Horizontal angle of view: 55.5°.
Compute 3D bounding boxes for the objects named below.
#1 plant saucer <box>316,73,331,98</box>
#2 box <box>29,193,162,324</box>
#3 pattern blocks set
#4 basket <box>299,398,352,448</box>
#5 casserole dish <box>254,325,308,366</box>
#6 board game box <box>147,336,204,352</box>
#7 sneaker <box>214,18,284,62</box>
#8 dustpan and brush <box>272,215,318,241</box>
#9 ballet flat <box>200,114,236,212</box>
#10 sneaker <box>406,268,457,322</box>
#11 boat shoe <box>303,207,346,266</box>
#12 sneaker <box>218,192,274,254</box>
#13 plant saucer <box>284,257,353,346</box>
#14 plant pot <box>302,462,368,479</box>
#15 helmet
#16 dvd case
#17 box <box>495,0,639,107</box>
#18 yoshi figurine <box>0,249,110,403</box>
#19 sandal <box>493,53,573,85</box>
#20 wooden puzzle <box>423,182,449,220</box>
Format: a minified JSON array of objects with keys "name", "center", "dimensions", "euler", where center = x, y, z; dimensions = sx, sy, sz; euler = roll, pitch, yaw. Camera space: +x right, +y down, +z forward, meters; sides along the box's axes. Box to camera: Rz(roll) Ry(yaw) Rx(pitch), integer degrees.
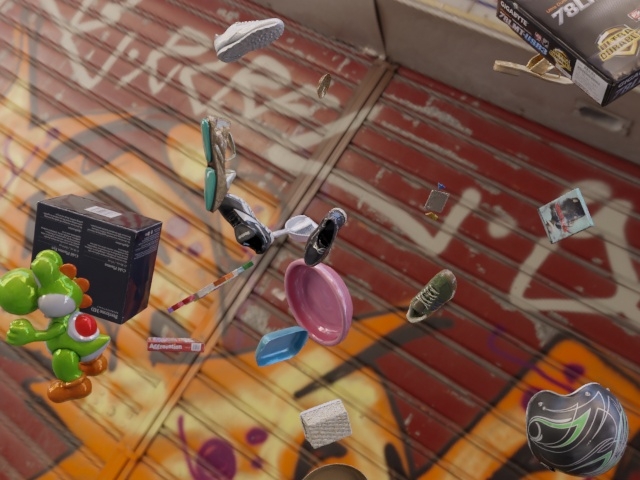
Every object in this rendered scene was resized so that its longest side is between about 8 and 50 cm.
[{"name":"plant saucer","center":[0.008,-0.496,1.949],"dimensions":[0.015,0.083,0.083],"euler":[25,-10,14]},{"name":"box","center":[-0.718,0.053,1.937],"dimensions":[0.343,0.313,0.179],"euler":[17,15,8]},{"name":"pattern blocks set","center":[-0.372,0.161,2.076],"dimensions":[0.026,0.324,0.285],"euler":[60,-21,-2]},{"name":"basket","center":[0.022,0.671,2.218],"dimensions":[0.103,0.167,0.113],"euler":[-146,-139,-71]},{"name":"casserole dish","center":[-0.115,0.297,1.734],"dimensions":[0.188,0.114,0.037],"euler":[-7,41,-44]},{"name":"board game box","center":[-0.408,0.289,1.697],"dimensions":[0.145,0.027,0.281],"euler":[6,-8,-16]},{"name":"sneaker","center":[-0.227,-0.644,1.891],"dimensions":[0.090,0.235,0.095],"euler":[42,33,-65]},{"name":"dustpan and brush","center":[-0.092,-0.035,2.168],"dimensions":[0.147,0.211,0.060],"euler":[41,-34,41]},{"name":"ballet flat","center":[-0.208,-0.158,1.270],"dimensions":[0.067,0.206,0.073],"euler":[-10,26,-29]},{"name":"sneaker","center":[0.270,0.149,1.511],"dimensions":[0.064,0.086,0.192],"euler":[51,-28,19]},{"name":"boat shoe","center":[0.000,0.000,1.669],"dimensions":[0.075,0.206,0.065],"euler":[36,33,6]},{"name":"sneaker","center":[-0.230,-0.046,1.812],"dimensions":[0.234,0.078,0.106],"euler":[46,25,-22]},{"name":"plant saucer","center":[0.002,0.211,2.167],"dimensions":[0.332,0.084,0.332],"euler":[30,-48,40]},{"name":"plant pot","center":[0.031,0.732,1.712],"dimensions":[0.236,0.236,0.032],"euler":[35,-1,-15]},{"name":"helmet","center":[0.487,0.354,1.140],"dimensions":[0.161,0.169,0.169],"euler":[-15,-43,45]},{"name":"dvd case","center":[0.531,-0.051,1.325],"dimensions":[0.119,0.013,0.087],"euler":[-41,-117,62]},{"name":"box","center":[0.530,-0.423,1.108],"dimensions":[0.293,0.295,0.073],"euler":[55,-7,25]},{"name":"yoshi figurine","center":[-0.647,0.196,1.446],"dimensions":[0.203,0.203,0.362],"euler":[19,-55,45]},{"name":"sandal","center":[0.605,-0.490,1.686],"dimensions":[0.240,0.079,0.088],"euler":[8,30,-7]},{"name":"wooden puzzle","center":[0.363,-0.122,1.910],"dimensions":[0.078,0.116,0.014],"euler":[17,22,-30]}]
